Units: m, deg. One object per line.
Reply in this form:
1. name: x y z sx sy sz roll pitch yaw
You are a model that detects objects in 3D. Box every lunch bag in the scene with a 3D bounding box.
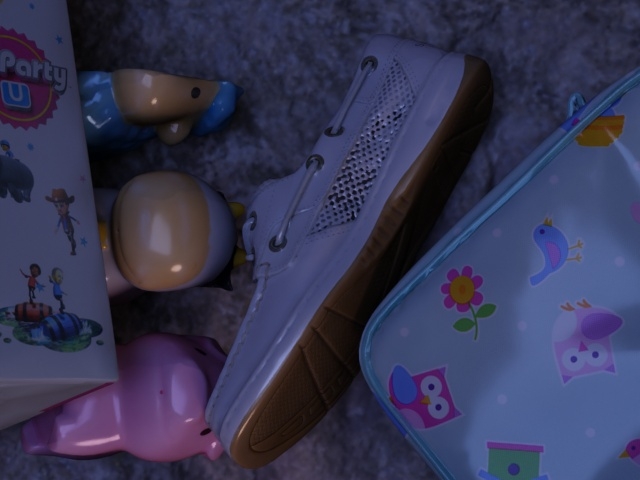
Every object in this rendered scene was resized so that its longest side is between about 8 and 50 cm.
1. lunch bag: 0.173 0.042 0.815 0.279 0.108 0.224 -43 72 6

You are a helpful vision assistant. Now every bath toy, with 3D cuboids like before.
1. bath toy: -0.105 0.077 0.881 0.151 0.129 0.348 -11 78 59

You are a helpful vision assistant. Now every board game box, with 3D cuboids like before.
1. board game box: -0.236 -0.037 0.864 0.224 0.098 0.303 -24 71 42

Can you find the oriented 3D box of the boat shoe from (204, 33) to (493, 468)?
1. boat shoe: 0.000 0.000 0.859 0.096 0.098 0.277 25 73 22
